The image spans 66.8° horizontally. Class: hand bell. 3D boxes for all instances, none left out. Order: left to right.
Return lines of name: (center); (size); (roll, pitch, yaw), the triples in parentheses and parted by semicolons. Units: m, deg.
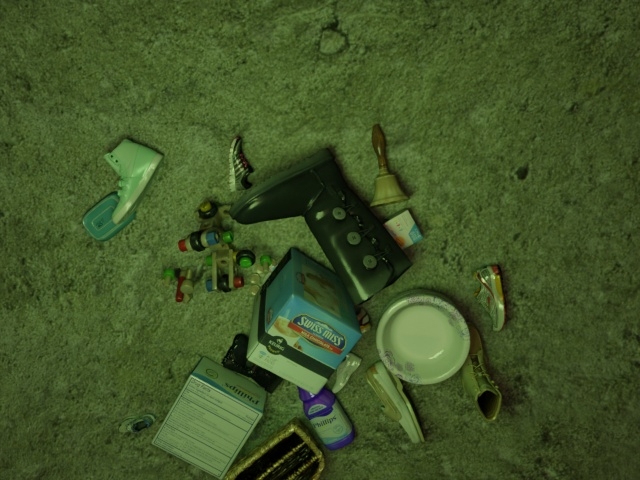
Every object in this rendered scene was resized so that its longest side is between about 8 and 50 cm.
hand bell: (0.189, -0.231, 1.474); (0.126, 0.126, 0.242); (-11, 89, 4)

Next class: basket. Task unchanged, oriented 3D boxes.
basket: (-0.132, 0.743, 1.544); (0.299, 0.223, 0.213); (-35, 80, -10)

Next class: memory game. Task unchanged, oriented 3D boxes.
memory game: (-0.143, 0.143, 1.590); (0.186, 0.012, 0.186); (0, 100, 2)

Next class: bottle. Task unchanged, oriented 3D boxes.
bottle: (0.006, 0.561, 1.625); (0.118, 0.092, 0.283); (-27, 99, 13)

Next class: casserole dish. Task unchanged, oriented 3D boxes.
casserole dish: (-0.682, -0.073, 1.549); (0.188, 0.037, 0.114); (-36, 98, 9)

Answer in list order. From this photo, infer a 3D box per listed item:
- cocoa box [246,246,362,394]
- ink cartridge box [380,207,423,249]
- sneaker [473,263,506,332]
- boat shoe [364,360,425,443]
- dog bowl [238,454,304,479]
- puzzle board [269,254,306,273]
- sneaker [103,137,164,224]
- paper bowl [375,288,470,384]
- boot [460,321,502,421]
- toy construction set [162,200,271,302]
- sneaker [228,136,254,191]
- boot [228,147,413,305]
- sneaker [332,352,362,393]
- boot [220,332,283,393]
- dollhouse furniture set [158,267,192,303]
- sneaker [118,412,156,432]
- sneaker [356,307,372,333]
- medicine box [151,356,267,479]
cocoa box: (-0.052, 0.216, 1.412); (0.231, 0.347, 0.228); (32, 105, -15)
ink cartridge box: (0.216, -0.011, 1.525); (0.181, 0.061, 0.104); (-30, 98, 7)
sneaker: (0.543, 0.186, 1.555); (0.092, 0.088, 0.225); (-8, 101, 24)
boat shoe: (0.248, 0.540, 1.613); (0.103, 0.113, 0.302); (-26, 89, 7)
dog bowl: (-0.159, 0.844, 1.695); (0.297, 0.074, 0.166); (3, 101, 0)
puzzle board: (-0.091, 0.111, 1.570); (0.128, 0.011, 0.096); (-20, 99, 5)
sneaker: (-0.609, -0.185, 1.488); (0.151, 0.094, 0.256); (29, 86, -9)
paper bowl: (0.317, 0.294, 1.529); (0.284, 0.148, 0.284); (1, 98, 7)
boot: (0.494, 0.408, 1.527); (0.095, 0.203, 0.262); (-6, 101, 3)
toy construction set: (-0.347, 0.024, 1.508); (0.309, 0.237, 0.257); (-33, 129, 24)
sneaker: (-0.241, -0.232, 1.495); (0.074, 0.063, 0.170); (3, 106, 1)
boot: (0.002, -0.001, 1.406); (0.367, 0.146, 0.445); (-32, 87, -13)
sneaker: (0.077, 0.442, 1.627); (0.061, 0.053, 0.152); (34, 96, 9)
boot: (-0.186, 0.365, 1.591); (0.207, 0.094, 0.246); (34, 106, -9)
dollhouse furniture set: (-0.483, 0.166, 1.575); (0.081, 0.091, 0.114); (-21, 103, 21)
sneaker: (-0.641, 0.637, 1.675); (0.135, 0.058, 0.052); (-20, 100, 6)
sneaker: (0.070, 0.282, 1.589); (0.185, 0.069, 0.084); (-21, 91, -1)
medicine box: (-0.361, 0.586, 1.612); (0.263, 0.149, 0.289); (30, 100, -5)
